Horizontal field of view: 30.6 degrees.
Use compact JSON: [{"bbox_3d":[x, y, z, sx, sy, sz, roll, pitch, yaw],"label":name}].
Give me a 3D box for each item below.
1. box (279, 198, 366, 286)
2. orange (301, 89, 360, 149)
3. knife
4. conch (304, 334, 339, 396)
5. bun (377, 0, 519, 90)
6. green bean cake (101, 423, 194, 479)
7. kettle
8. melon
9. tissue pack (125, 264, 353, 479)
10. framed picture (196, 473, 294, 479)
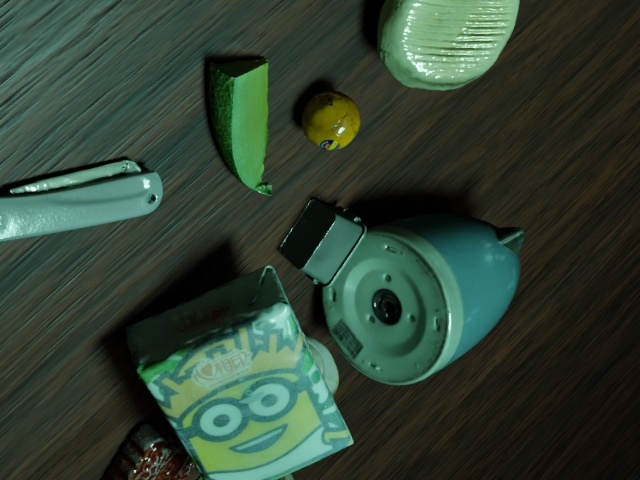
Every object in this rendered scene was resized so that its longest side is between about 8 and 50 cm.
[{"bbox_3d":[0.000,0.000,1.751,0.069,0.084,0.122,27,98,-46],"label":"box"},{"bbox_3d":[0.015,-0.166,1.618,0.083,0.083,0.083,-30,140,-29],"label":"orange"},{"bbox_3d":[-0.303,-0.046,1.392,0.266,0.041,0.073,-16,120,-41],"label":"knife"},{"bbox_3d":[-0.036,0.258,1.887,0.158,0.127,0.255,-50,149,-31],"label":"conch"},{"bbox_3d":[0.167,-0.317,1.635,0.222,0.127,0.222,-9,117,-19],"label":"bun"},{"bbox_3d":[-0.253,0.348,1.782,0.136,0.056,0.135,21,102,-54],"label":"green bean cake"},{"bbox_3d":[0.175,0.085,1.935,0.319,0.247,0.342,-38,168,39],"label":"kettle"},{"bbox_3d":[-0.097,-0.149,1.551,0.114,0.053,0.261,-55,154,-31],"label":"melon"},{"bbox_3d":[-0.113,0.210,1.671,0.228,0.128,0.310,-25,129,-2],"label":"tissue pack"},{"bbox_3d":[-0.177,0.458,2.004,0.289,0.020,0.211,-40,143,-17],"label":"framed picture"}]
